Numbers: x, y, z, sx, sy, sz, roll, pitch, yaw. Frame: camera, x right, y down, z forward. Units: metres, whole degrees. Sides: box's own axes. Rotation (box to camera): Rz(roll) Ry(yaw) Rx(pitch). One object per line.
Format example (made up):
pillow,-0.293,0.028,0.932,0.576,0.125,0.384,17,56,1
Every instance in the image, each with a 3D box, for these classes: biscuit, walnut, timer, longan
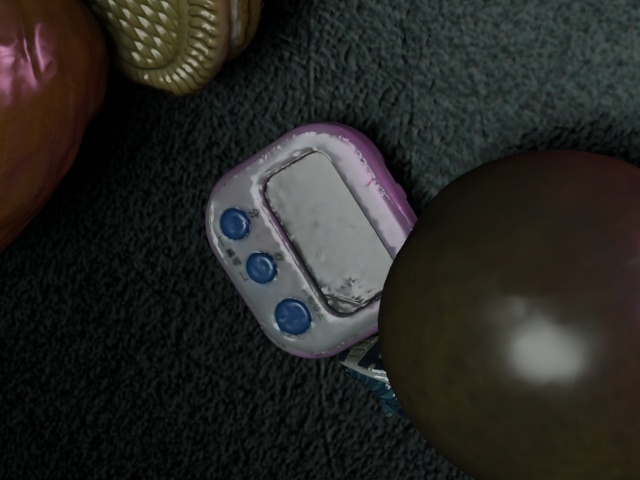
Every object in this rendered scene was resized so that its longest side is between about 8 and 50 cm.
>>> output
biscuit,-0.155,-0.255,1.237,0.259,0.079,0.259,32,140,31
walnut,-0.389,-0.139,1.265,0.398,0.308,0.354,-41,58,31
timer,0.000,0.000,1.297,0.191,0.069,0.208,-31,89,20
longan,0.209,0.076,1.135,0.319,0.319,0.318,3,101,17

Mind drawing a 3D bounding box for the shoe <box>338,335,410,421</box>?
shoe,0.081,0.145,1.308,0.143,0.064,0.071,28,126,16
